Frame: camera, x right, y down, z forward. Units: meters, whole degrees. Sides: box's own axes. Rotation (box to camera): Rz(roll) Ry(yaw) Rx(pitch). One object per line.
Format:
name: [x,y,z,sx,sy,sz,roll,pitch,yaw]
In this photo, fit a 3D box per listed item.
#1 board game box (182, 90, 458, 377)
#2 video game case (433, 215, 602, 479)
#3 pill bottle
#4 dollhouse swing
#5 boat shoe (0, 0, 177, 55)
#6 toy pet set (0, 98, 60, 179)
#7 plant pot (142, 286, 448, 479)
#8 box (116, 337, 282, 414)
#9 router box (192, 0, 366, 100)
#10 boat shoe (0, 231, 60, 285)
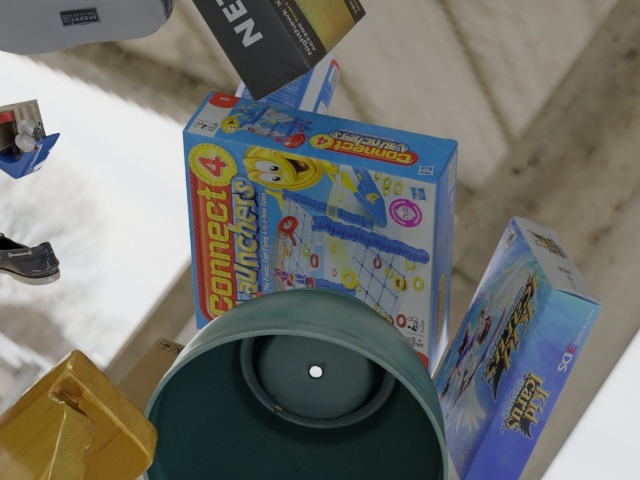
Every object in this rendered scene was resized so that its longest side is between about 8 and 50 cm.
board game box: [0.000,0.000,1.972,0.301,0.086,0.308,12,-49,16]
video game case: [0.195,0.135,1.818,0.061,0.270,0.244,20,15,-11]
pill bottle: [-0.062,-0.154,2.225,0.124,0.222,0.124,18,-20,7]
dollhouse swing: [-0.169,0.345,1.301,0.305,0.347,0.315,32,-48,-22]
boat shoe: [-0.290,-0.280,1.959,0.267,0.088,0.096,-4,-63,21]
toy pet set: [-0.290,-0.080,1.483,0.122,0.114,0.065,-8,-79,22]
plant pot: [-0.015,0.165,1.660,0.293,0.293,0.196,40,26,-13]
box: [-0.123,0.183,1.855,0.201,0.164,0.021,19,-58,13]
router box: [-0.086,-0.335,1.885,0.081,0.243,0.309,-27,-77,25]
boat shoe: [-0.463,0.011,2.489,0.206,0.075,0.065,15,-60,35]
